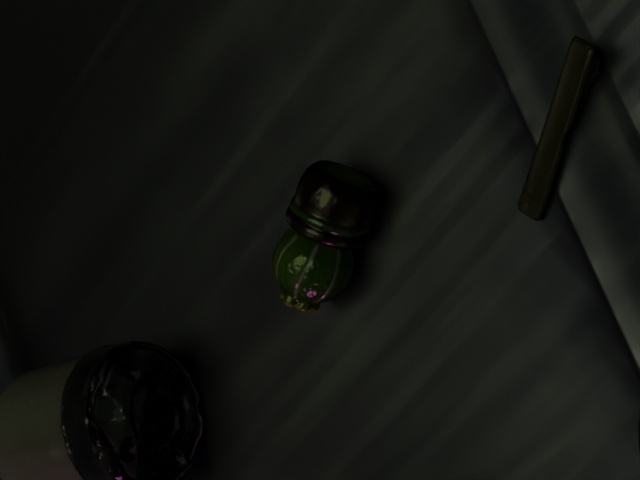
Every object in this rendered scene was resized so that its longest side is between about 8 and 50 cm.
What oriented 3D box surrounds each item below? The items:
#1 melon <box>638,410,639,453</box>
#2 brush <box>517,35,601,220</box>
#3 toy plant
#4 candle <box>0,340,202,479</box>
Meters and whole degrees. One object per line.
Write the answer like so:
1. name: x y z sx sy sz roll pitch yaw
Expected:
1. melon: 0.376 0.120 1.515 0.182 0.182 0.288 34 115 36
2. brush: 0.237 -0.109 1.743 0.034 0.027 0.190 37 122 39
3. toy plant: 0.000 0.000 1.911 0.093 0.093 0.162 36 113 36
4. candle: -0.300 0.237 2.127 0.330 0.187 0.187 -18 79 41
